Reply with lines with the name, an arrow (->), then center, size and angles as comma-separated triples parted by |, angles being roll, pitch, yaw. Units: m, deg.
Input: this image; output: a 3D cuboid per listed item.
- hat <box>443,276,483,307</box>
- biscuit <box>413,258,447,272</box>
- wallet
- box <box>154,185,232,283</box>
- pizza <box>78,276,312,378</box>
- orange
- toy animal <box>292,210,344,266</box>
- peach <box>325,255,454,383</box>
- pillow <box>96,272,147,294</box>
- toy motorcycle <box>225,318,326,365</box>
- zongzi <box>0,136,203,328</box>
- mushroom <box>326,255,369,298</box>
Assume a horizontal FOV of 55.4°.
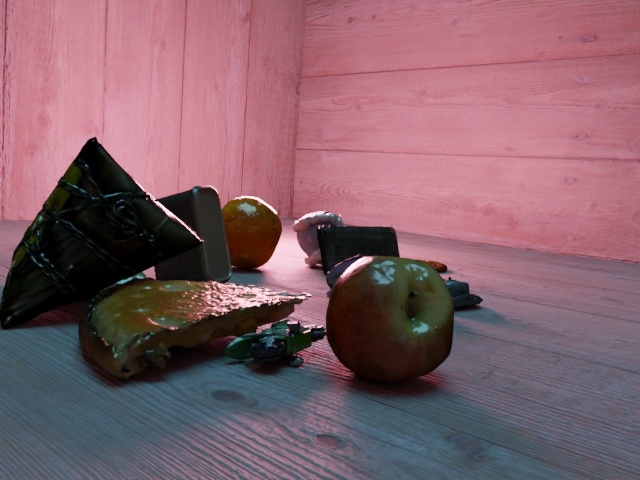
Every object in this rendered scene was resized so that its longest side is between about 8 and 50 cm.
hat -> 0.341, 0.132, 1.601 | 0.191, 0.078, 0.138 | -2, 9, -42
biscuit -> 0.376, 0.091, 2.257 | 0.188, 0.027, 0.188 | 3, 6, 0
wallet -> 0.135, 0.031, 2.023 | 0.317, 0.169, 0.044 | 0, -16, -36
box -> -0.356, -0.001, 1.639 | 0.178, 0.274, 0.138 | -8, 1, 20
pizza -> -0.290, 0.135, 1.124 | 0.392, 0.080, 0.435 | 6, 8, 38
orange -> -0.238, -0.024, 1.972 | 0.240, 0.240, 0.240 | 4, 6, 0
toy animal -> 0.000, 0.000, 2.120 | 0.156, 0.204, 0.208 | -19, -1, -15
peach -> 0.110, 0.131, 1.006 | 0.214, 0.214, 0.235 | 3, -11, -13
pillow -> -0.563, 0.084, 1.475 | 0.281, 0.076, 0.274 | 1, 9, -25
toy motorcycle -> -0.068, 0.170, 1.046 | 0.106, 0.074, 0.190 | -3, 2, 33
zongzi -> -0.519, -0.004, 1.298 | 0.383, 0.319, 0.362 | -43, 30, -13
mushroom -> 0.107, 0.115, 1.468 | 0.117, 0.141, 0.188 | 41, -13, -31
